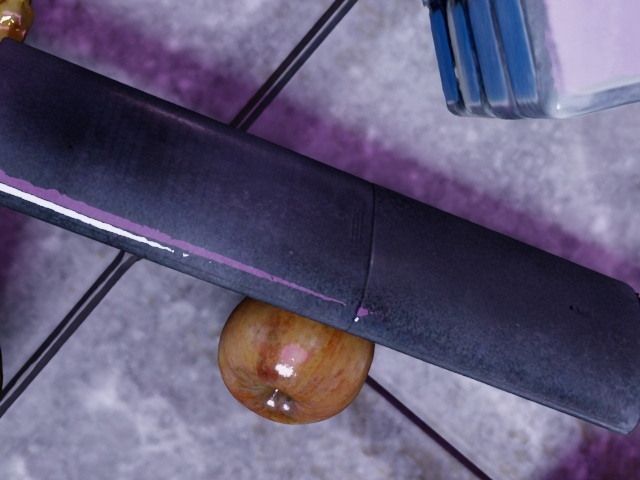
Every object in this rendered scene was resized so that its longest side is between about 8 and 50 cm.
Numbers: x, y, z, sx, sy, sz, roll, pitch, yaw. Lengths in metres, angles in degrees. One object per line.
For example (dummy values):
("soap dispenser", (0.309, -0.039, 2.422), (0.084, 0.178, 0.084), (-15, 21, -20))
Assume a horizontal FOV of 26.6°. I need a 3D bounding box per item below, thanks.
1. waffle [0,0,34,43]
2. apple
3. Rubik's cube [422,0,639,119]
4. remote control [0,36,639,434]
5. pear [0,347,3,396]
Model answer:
("waffle", (-0.227, -0.153, 0.715), (0.191, 0.038, 0.191), (-1, 95, -6))
("apple", (-0.013, 0.059, 0.737), (0.084, 0.084, 0.071), (21, 54, -7))
("Rubik's cube", (0.175, -0.202, 0.643), (0.253, 0.256, 0.259), (-14, 95, -3))
("remote control", (0.000, 0.000, 0.709), (0.377, 0.107, 0.044), (21, 137, -13))
("pear", (-0.250, 0.075, 0.658), (0.198, 0.198, 0.198), (-1, 95, -6))
